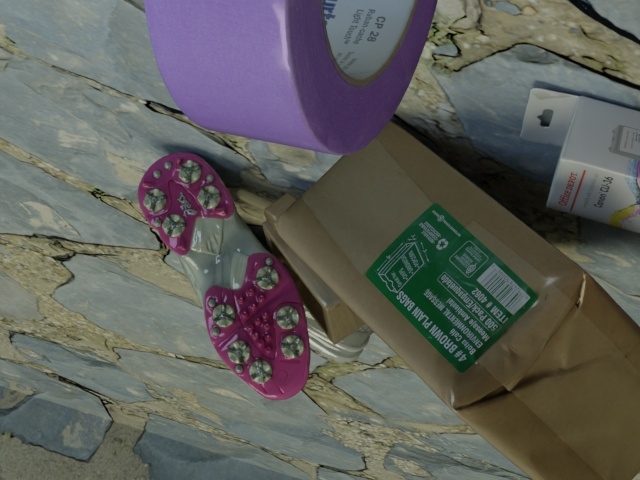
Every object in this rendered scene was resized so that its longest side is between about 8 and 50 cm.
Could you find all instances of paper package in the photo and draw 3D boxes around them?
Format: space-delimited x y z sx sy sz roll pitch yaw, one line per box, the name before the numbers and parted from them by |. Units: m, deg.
paper package | 0.159 0.073 1.431 0.309 0.168 0.325 40 -176 -44

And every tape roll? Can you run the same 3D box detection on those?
tape roll | -0.003 -0.193 0.897 0.090 0.275 0.275 13 160 20

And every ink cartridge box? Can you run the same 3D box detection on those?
ink cartridge box | 0.267 -0.061 1.308 0.198 0.067 0.115 17 160 8

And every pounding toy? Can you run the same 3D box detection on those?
pounding toy | -0.006 -0.009 1.659 0.181 0.094 0.206 52 170 20

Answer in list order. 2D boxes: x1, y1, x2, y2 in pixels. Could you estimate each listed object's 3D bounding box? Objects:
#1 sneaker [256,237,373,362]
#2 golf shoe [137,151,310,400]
sneaker | -0.041 0.037 1.871 0.281 0.105 0.115 29 125 -15
golf shoe | -0.096 0.042 1.714 0.306 0.115 0.140 62 180 9
